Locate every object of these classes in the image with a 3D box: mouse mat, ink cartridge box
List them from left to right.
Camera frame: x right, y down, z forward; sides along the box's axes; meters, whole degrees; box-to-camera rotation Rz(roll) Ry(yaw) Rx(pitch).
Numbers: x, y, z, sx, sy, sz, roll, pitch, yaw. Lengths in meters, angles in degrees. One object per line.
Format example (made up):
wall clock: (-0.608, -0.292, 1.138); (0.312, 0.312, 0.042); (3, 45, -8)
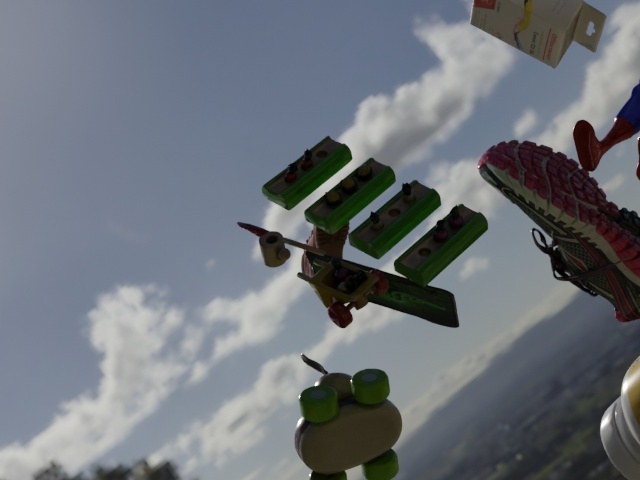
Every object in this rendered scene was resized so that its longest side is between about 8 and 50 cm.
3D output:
mouse mat: (0.077, 0.060, 1.699); (0.152, 0.189, 0.007); (66, -137, -68)
ink cartridge box: (0.337, -0.345, 2.171); (0.067, 0.198, 0.115); (-55, -15, -19)

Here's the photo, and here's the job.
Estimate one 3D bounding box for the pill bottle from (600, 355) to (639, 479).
pill bottle: (0.510, 0.187, 1.797); (0.188, 0.188, 0.334); (-30, -18, -42)

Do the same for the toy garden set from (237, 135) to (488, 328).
toy garden set: (0.022, -0.021, 1.505); (0.204, 0.244, 0.049); (-40, -40, -28)

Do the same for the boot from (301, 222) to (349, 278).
boot: (0.000, 0.000, 2.157); (0.059, 0.158, 0.084); (-6, 20, -29)

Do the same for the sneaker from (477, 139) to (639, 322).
sneaker: (0.310, -0.007, 1.710); (0.112, 0.299, 0.121); (-47, 8, 34)

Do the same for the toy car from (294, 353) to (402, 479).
toy car: (0.012, 0.233, 1.910); (0.148, 0.155, 0.188); (-16, 27, -18)

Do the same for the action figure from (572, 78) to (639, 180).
action figure: (0.320, -0.176, 1.210); (0.280, 0.091, 0.139); (-39, -47, -41)
